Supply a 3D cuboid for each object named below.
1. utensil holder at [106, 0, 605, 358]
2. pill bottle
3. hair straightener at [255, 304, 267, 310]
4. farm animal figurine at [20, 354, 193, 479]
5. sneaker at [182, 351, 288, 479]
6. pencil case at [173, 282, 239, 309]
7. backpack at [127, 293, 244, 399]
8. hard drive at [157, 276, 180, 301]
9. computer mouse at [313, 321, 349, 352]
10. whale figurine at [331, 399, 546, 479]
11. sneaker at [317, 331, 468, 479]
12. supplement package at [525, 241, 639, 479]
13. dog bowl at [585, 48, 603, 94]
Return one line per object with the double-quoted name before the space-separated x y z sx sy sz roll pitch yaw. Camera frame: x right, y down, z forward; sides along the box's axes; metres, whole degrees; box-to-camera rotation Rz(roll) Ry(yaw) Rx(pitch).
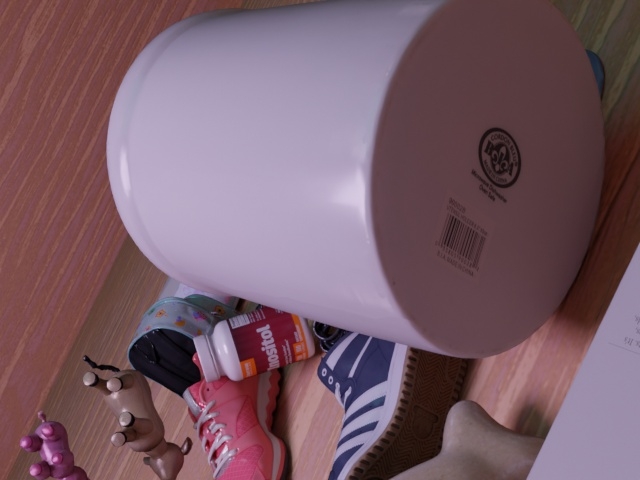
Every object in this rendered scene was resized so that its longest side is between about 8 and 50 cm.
"utensil holder" 0.026 -0.077 0.766 0.386 0.328 0.327 10 73 49
"pill bottle" -0.091 0.141 1.068 0.086 0.152 0.086 163 90 -79
"hair straightener" -0.042 0.058 1.250 0.230 0.047 0.089 -43 29 49
"farm animal figurine" -0.243 0.360 1.018 0.330 0.327 0.172 -62 -15 -10
"sneaker" -0.133 0.260 1.079 0.116 0.136 0.313 -53 24 25
"pencil case" -0.178 0.050 1.453 0.273 0.124 0.113 -62 -10 -3
"backpack" -0.213 0.173 1.284 0.166 0.188 0.144 -44 28 39
"hard drive" -0.251 0.057 1.691 0.353 0.047 0.233 0 64 65
"computer mouse" 0.000 0.000 1.079 0.188 0.072 0.272 -54 40 28
"whale figurine" 0.086 0.265 0.629 0.216 0.141 0.272 21 61 39
"sneaker" 0.045 0.201 0.801 0.153 0.099 0.282 -14 45 56
"supplement package" 0.225 0.143 0.374 0.292 0.175 0.177 -63 23 -2
"dog bowl" 0.188 -0.139 0.917 0.297 0.074 0.165 -26 42 55
